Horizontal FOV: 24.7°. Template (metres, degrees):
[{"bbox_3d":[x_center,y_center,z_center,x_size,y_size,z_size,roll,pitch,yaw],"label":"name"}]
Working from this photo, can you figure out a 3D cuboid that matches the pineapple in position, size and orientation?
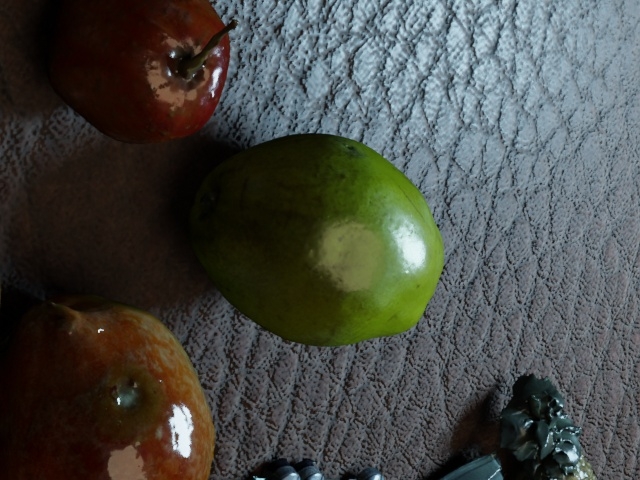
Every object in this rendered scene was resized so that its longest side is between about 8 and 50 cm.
[{"bbox_3d":[0.289,0.274,1.869,0.111,0.119,0.237,-17,126,4],"label":"pineapple"}]

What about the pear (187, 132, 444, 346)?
[{"bbox_3d":[0.000,0.000,1.422,0.269,0.212,0.212,23,94,-28],"label":"pear"}]

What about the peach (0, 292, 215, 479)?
[{"bbox_3d":[-0.211,0.155,1.305,0.232,0.232,0.256,-38,142,-21],"label":"peach"}]

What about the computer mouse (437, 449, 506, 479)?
[{"bbox_3d":[0.153,0.344,1.818,0.231,0.071,0.126,-40,145,-33],"label":"computer mouse"}]

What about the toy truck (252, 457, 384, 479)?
[{"bbox_3d":[0.006,0.328,1.663,0.216,0.110,0.116,11,115,-44],"label":"toy truck"}]

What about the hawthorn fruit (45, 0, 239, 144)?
[{"bbox_3d":[-0.138,-0.151,1.233,0.163,0.203,0.162,-16,120,-31],"label":"hawthorn fruit"}]
